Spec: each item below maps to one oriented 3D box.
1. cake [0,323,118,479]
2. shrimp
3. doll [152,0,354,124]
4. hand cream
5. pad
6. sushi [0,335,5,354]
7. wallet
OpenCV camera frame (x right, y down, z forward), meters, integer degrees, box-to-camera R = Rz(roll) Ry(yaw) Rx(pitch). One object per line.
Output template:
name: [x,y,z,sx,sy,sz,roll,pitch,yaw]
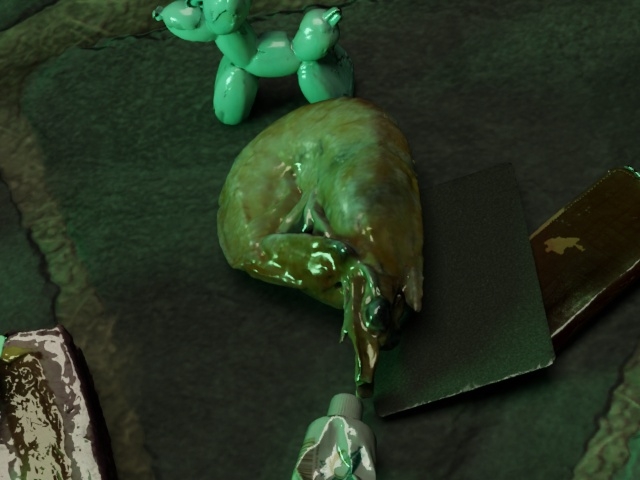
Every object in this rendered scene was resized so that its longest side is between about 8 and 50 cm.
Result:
cake: [-0.205,0.180,1.423,0.116,0.113,0.295,-18,53,0]
shrimp: [0.000,0.000,1.539,0.168,0.077,0.317,-21,40,14]
doll: [-0.055,-0.165,1.641,0.159,0.158,0.059,1,50,7]
hand cream: [0.001,0.215,1.375,0.084,0.050,0.257,4,54,13]
pad: [0.096,0.034,1.511,0.143,0.003,0.211,-18,45,13]
sushi: [-0.341,0.127,1.444,0.215,0.050,0.192,20,92,40]
wallet: [0.196,0.019,1.504,0.176,0.026,0.095,-41,52,-14]
